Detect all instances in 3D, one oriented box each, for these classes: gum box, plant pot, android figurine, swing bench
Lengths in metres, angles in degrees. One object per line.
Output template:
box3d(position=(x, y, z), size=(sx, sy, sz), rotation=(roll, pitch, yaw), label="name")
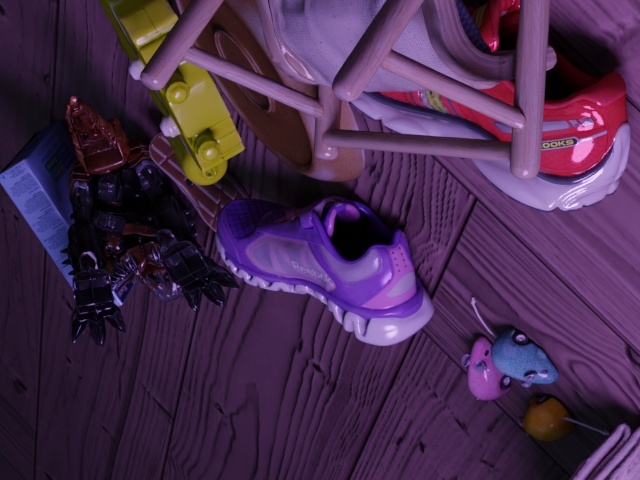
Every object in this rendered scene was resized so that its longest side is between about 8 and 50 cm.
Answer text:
box3d(position=(-0.260, -0.025, 2.135), size=(0.184, 0.041, 0.157), rotation=(58, -164, -12), label="gum box")
box3d(position=(-0.049, -0.137, 1.527), size=(0.236, 0.032, 0.236), rotation=(50, 166, 18), label="plant pot")
box3d(position=(-0.141, -0.158, 1.719), size=(0.248, 0.056, 0.273), rotation=(64, 176, -36), label="android figurine")
box3d(position=(0.044, -0.189, 1.288), size=(0.165, 0.255, 0.253), rotation=(21, 174, -32), label="swing bench")

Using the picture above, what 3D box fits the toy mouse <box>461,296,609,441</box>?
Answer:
box3d(position=(0.158, 0.115, 1.719), size=(0.143, 0.031, 0.161), rotation=(58, 155, -14), label="toy mouse")

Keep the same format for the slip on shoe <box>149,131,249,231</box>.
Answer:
box3d(position=(-0.111, -0.054, 1.945), size=(0.135, 0.051, 0.041), rotation=(43, -169, 3), label="slip on shoe")

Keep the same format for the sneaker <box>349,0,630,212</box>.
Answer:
box3d(position=(0.111, -0.129, 1.416), size=(0.279, 0.107, 0.118), rotation=(31, 131, 32), label="sneaker")

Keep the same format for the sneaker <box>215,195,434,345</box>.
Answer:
box3d(position=(0.000, 0.000, 1.776), size=(0.236, 0.095, 0.104), rotation=(25, 139, 36), label="sneaker")

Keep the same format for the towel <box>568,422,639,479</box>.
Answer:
box3d(position=(0.222, 0.290, 1.665), size=(0.049, 0.187, 0.282), rotation=(28, 147, 34), label="towel")

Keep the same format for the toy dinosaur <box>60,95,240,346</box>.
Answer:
box3d(position=(-0.202, -0.025, 1.991), size=(0.322, 0.164, 0.218), rotation=(38, -152, -47), label="toy dinosaur")
